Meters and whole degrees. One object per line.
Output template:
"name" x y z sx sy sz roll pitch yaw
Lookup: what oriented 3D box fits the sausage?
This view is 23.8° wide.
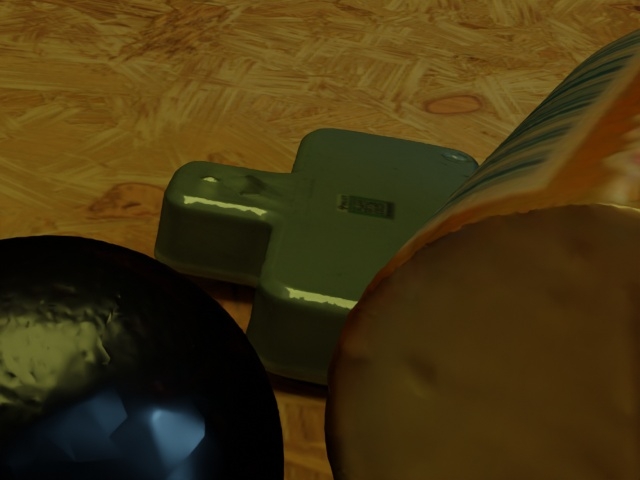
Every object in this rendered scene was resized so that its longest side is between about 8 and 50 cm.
"sausage" 0.155 0.038 0.666 0.233 0.233 0.287 15 26 20

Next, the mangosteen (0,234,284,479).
"mangosteen" -0.097 0.109 0.549 0.194 0.194 0.230 -9 55 -27

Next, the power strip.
"power strip" 0.000 0.001 0.911 0.194 0.059 0.265 10 25 1
